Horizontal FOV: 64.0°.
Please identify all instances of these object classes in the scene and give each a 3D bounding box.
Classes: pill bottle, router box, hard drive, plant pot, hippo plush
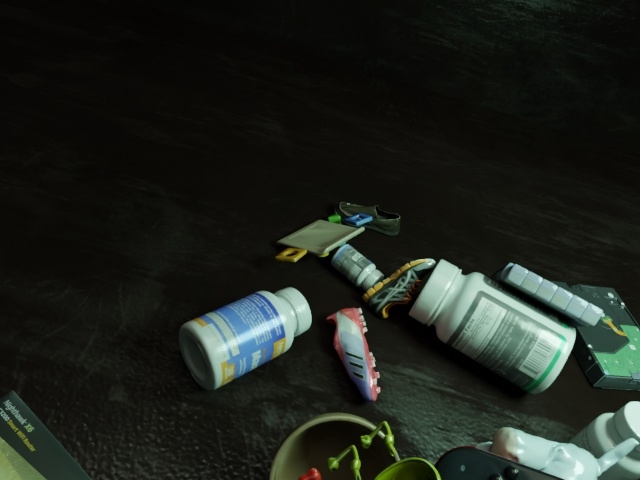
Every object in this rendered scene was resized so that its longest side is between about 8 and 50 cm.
[{"bbox_3d":[-0.156,0.202,1.126,0.272,0.152,0.152,-21,54,-37],"label":"pill bottle"},{"bbox_3d":[-0.508,0.424,0.798,0.309,0.081,0.243,35,43,19],"label":"router box"},{"bbox_3d":[0.822,0.271,1.485,0.237,0.064,0.339,6,41,-14],"label":"hard drive"},{"bbox_3d":[0.621,0.445,1.086,0.131,0.229,0.131,11,41,-10],"label":"pill bottle"},{"bbox_3d":[0.424,0.208,1.296,0.361,0.204,0.204,31,42,13],"label":"pill bottle"},{"bbox_3d":[0.028,0.428,0.937,0.238,0.110,0.237,0,85,0],"label":"plant pot"},{"bbox_3d":[0.103,0.079,1.417,0.137,0.078,0.078,39,44,22],"label":"pill bottle"},{"bbox_3d":[0.423,0.510,0.948,0.294,0.234,0.236,7,45,-1],"label":"hippo plush"}]

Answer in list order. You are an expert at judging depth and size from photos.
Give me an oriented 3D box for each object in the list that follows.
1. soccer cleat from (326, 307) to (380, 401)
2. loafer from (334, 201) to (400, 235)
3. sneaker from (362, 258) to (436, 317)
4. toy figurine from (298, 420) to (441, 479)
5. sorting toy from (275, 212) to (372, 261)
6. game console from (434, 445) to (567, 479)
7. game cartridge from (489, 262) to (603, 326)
[{"bbox_3d":[0.077,0.269,1.209,0.095,0.083,0.248,-16,49,5],"label":"soccer cleat"},{"bbox_3d":[0.153,-0.085,1.618,0.220,0.078,0.080,14,40,-5],"label":"loafer"},{"bbox_3d":[0.218,0.123,1.348,0.083,0.215,0.084,59,18,22],"label":"sneaker"},{"bbox_3d":[0.050,0.508,0.836,0.363,0.217,0.191,-34,27,-11],"label":"toy figurine"},{"bbox_3d":[0.000,0.000,1.452,0.196,0.047,0.348,10,28,42],"label":"sorting toy"},{"bbox_3d":[0.304,0.553,0.785,0.342,0.060,0.386,11,67,27],"label":"game console"},{"bbox_3d":[0.570,0.148,1.357,0.230,0.068,0.355,34,-2,13],"label":"game cartridge"}]
